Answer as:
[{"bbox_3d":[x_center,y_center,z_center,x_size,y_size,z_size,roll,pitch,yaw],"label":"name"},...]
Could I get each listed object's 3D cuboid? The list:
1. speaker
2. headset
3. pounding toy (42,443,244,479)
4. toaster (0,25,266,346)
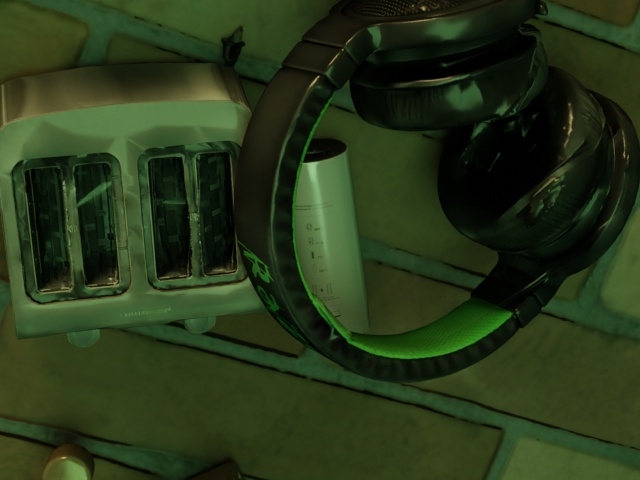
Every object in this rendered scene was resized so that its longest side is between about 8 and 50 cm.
[{"bbox_3d":[0.000,0.000,1.002,0.055,0.055,0.136,-11,111,-7],"label":"speaker"},{"bbox_3d":[0.125,-0.082,0.913,0.394,0.185,0.243,-50,123,-13],"label":"headset"},{"bbox_3d":[-0.134,0.225,1.044,0.181,0.094,0.206,-24,103,4],"label":"pounding toy"},{"bbox_3d":[-0.121,-0.031,0.938,0.168,0.110,0.185,-6,110,-10],"label":"toaster"}]
